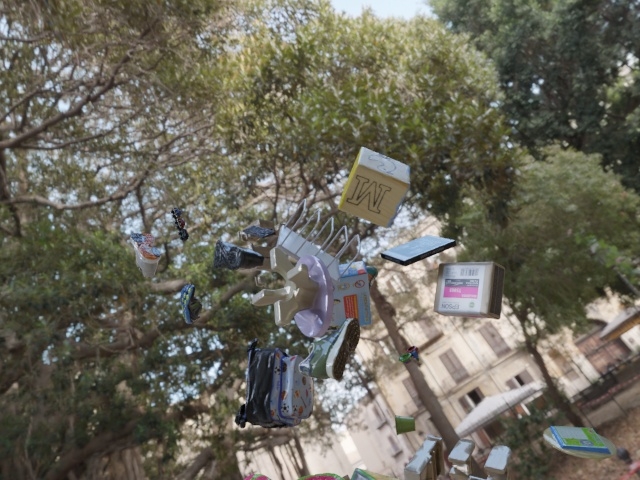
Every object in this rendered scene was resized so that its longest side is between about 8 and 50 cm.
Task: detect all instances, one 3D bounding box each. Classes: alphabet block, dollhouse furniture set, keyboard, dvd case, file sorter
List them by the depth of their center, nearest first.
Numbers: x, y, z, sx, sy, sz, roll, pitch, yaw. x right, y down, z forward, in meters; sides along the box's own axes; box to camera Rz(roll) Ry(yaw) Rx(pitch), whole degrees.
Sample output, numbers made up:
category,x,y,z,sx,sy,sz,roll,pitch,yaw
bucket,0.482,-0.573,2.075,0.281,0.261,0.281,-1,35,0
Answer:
category,x,y,z,sx,sy,sz,roll,pitch,yaw
alphabet block,0.195,-0.190,1.722,0.197,0.192,0.193,21,-60,-3
file sorter,0.000,0.000,1.835,0.278,0.193,0.173,33,-70,-13
dollhouse furniture set,0.563,0.940,1.861,0.394,0.361,0.256,-2,10,34
dvd case,0.381,0.036,1.873,0.239,0.179,0.029,-20,-75,-19
keyboard,-0.283,-0.046,2.280,0.108,0.180,0.023,-19,-67,-36
dollhouse furniture set,-0.288,0.090,2.476,0.174,0.355,0.303,-29,-24,36

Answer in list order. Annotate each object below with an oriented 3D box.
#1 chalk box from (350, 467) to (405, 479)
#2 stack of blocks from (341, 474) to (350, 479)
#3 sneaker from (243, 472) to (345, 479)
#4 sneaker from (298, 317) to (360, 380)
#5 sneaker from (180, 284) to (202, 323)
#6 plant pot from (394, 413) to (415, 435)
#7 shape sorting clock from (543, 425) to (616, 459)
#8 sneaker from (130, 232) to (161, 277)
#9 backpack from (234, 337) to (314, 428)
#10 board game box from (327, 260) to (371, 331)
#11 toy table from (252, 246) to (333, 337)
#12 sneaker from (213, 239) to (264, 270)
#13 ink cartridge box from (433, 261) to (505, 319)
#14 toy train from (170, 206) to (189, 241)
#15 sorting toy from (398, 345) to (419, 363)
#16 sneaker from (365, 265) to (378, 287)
category,x,y,z,sx,sy,sz,roll,pitch,yaw
chalk box,0.134,0.490,0.753,0.179,0.289,0.180,31,-105,-33
stack of blocks,0.097,0.980,1.613,0.087,0.297,0.171,-1,-44,-44
sneaker,-0.116,0.860,1.499,0.483,0.202,0.185,-13,12,27
sneaker,0.017,0.212,0.961,0.086,0.064,0.192,-7,17,22
sneaker,-0.518,0.251,1.932,0.078,0.067,0.188,-20,-50,-35
plant pot,0.348,0.754,1.959,0.079,0.083,0.083,-6,-29,9
shape sorting clock,0.830,0.649,1.536,0.206,0.040,0.206,-2,3,0
sneaker,-0.725,0.058,1.955,0.099,0.262,0.121,4,-66,-30
backpack,-0.132,0.489,1.570,0.213,0.276,0.263,1,-27,14
board game box,0.057,0.253,2.060,0.302,0.086,0.308,-9,-54,-2
toy table,-0.076,0.155,1.477,0.161,0.274,0.252,19,-52,-38
sneaker,-0.312,0.066,1.791,0.130,0.286,0.109,9,-86,-35
ink cartridge box,0.540,0.181,1.748,0.088,0.193,0.235,22,-18,-37
toy train,-0.506,-0.061,1.725,0.036,0.158,0.027,-29,-30,1
sorting toy,0.338,0.434,1.779,0.061,0.042,0.102,-21,10,47
sneaker,0.206,0.219,2.332,0.302,0.121,0.108,-22,-37,-46
